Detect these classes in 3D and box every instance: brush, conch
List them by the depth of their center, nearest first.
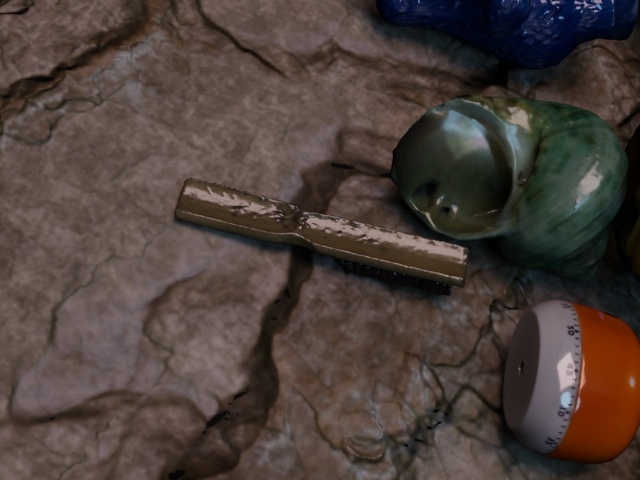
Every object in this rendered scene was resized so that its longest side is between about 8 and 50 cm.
[{"bbox_3d":[0.000,0.000,0.924,0.248,0.036,0.043,13,48,1],"label":"brush"},{"bbox_3d":[0.174,-0.048,0.954,0.176,0.122,0.188,-38,70,-4],"label":"conch"}]

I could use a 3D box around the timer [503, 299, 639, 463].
[{"bbox_3d":[0.212,0.112,0.863,0.136,0.099,0.136,3,65,-7],"label":"timer"}]

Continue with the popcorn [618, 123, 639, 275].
[{"bbox_3d":[0.404,-0.027,0.915,0.312,0.312,0.312,8,54,-11],"label":"popcorn"}]

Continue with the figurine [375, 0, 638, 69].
[{"bbox_3d":[0.177,-0.231,1.092,0.262,0.120,0.164,7,19,12],"label":"figurine"}]
